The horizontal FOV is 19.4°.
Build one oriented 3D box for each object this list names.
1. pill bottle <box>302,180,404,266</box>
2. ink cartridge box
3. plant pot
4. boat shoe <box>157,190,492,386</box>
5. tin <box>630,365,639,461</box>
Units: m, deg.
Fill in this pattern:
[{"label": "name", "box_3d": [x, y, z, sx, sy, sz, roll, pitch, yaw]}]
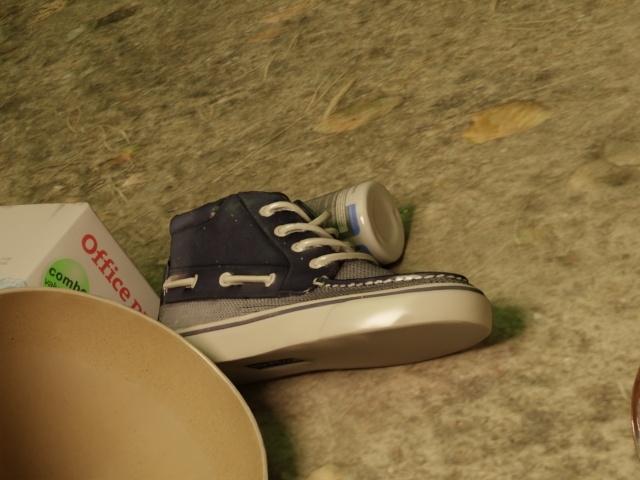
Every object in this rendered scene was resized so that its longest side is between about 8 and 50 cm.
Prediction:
[{"label": "pill bottle", "box_3d": [0.000, 0.000, 1.704, 0.137, 0.078, 0.078, -17, 33, 26]}, {"label": "ink cartridge box", "box_3d": [-0.290, 0.126, 1.684, 0.197, 0.198, 0.270, -2, 43, 44]}, {"label": "plant pot", "box_3d": [-0.209, 0.202, 1.465, 0.191, 0.284, 0.284, -59, 15, 33]}, {"label": "boat shoe", "box_3d": [-0.008, 0.025, 1.572, 0.340, 0.127, 0.158, -11, 71, 36]}, {"label": "tin", "box_3d": [0.265, 0.132, 1.222, 0.040, 0.106, 0.190, -3, 22, -21]}]
